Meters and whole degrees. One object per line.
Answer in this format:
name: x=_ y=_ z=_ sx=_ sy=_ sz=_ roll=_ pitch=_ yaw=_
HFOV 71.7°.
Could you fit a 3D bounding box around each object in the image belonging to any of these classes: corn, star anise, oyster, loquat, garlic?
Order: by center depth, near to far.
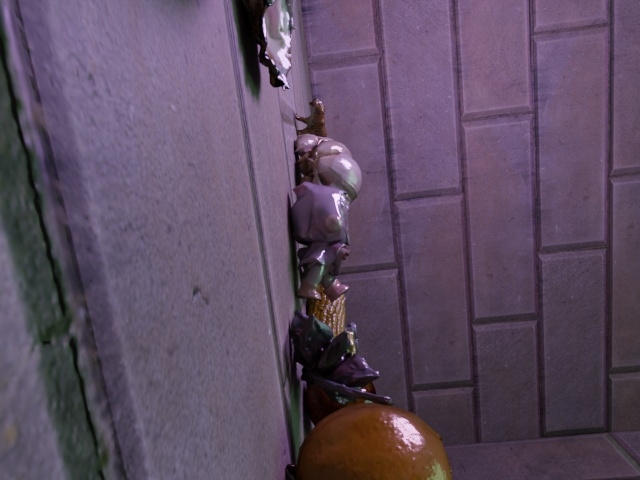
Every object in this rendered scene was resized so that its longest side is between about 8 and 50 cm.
loquat: x=0.074 y=0.347 z=0.630 sx=0.238 sy=0.238 sz=0.193 roll=-91 pitch=174 yaw=-54
oyster: x=-0.081 y=-0.379 z=0.716 sx=0.198 sy=0.092 sz=0.259 roll=-78 pitch=171 yaw=-79
star anise: x=0.019 y=0.220 z=0.777 sx=0.209 sy=0.089 sz=0.231 roll=58 pitch=-24 yaw=-13
corn: x=0.013 y=0.199 z=1.101 sx=0.293 sy=0.106 sz=0.106 roll=-84 pitch=168 yaw=-56
garlic: x=0.021 y=-0.197 z=1.265 sx=0.203 sy=0.185 sz=0.281 roll=40 pitch=41 yaw=-56

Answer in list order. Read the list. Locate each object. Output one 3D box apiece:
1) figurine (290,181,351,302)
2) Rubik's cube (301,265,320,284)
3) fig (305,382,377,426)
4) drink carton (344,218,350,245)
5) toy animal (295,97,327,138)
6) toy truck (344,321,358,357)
figurine: x=0.000 y=-0.001 z=0.991 sx=0.200 sy=0.133 sz=0.276 roll=103 pitch=-14 yaw=-76
Rubik's cube: x=-0.010 y=0.077 z=1.099 sx=0.084 sy=0.075 sz=0.073 roll=-35 pitch=116 yaw=-87
fig: x=0.048 y=0.347 z=0.924 sx=0.149 sy=0.148 sz=0.202 roll=32 pitch=-35 yaw=61
drink carton: x=0.035 y=-0.113 z=1.716 sx=0.324 sy=0.132 sz=0.194 roll=70 pitch=15 yaw=-69
toy animal: x=-0.024 y=-0.344 z=1.428 sx=0.241 sy=0.099 sz=0.057 roll=79 pitch=7 yaw=-49
toy truck: x=0.054 y=0.360 z=1.238 sx=0.157 sy=0.124 sz=0.272 roll=-91 pitch=174 yaw=-58
